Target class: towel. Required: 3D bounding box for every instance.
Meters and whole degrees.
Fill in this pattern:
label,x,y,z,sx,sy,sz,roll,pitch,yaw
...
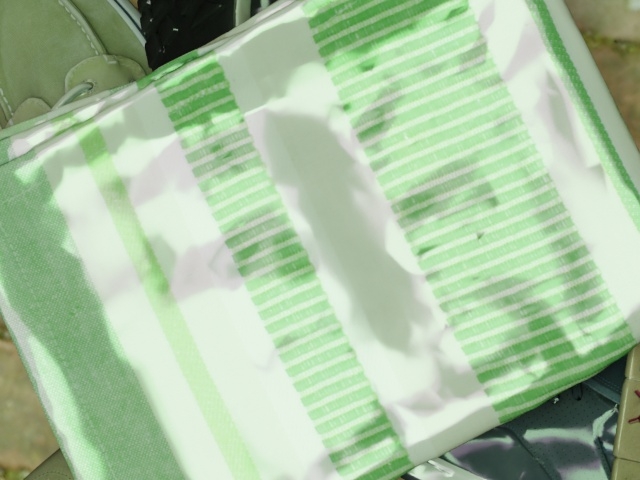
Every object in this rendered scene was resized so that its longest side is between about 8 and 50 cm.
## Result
label,x,y,z,sx,sy,sz,roll,pitch,yaw
towel,0.000,0.000,0.911,0.325,0.038,0.248,-27,85,-1

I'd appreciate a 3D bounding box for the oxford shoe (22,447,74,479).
label,x,y,z,sx,sy,sz,roll,pitch,yaw
oxford shoe,-0.044,0.249,0.977,0.130,0.123,0.348,-28,91,-8

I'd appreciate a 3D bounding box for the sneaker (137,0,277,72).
label,x,y,z,sx,sy,sz,roll,pitch,yaw
sneaker,-0.026,-0.108,1.042,0.107,0.124,0.283,-20,66,45

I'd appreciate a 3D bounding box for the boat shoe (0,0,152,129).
label,x,y,z,sx,sy,sz,roll,pitch,yaw
boat shoe,-0.120,-0.051,1.053,0.109,0.094,0.302,-34,80,8

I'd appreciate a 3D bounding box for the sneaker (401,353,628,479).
label,x,y,z,sx,sy,sz,roll,pitch,yaw
sneaker,0.123,0.079,0.996,0.226,0.086,0.163,24,90,14

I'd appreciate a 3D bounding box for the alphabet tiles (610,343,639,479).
label,x,y,z,sx,sy,sz,roll,pitch,yaw
alphabet tiles,0.251,0.050,0.953,0.198,0.009,0.237,12,82,-17
